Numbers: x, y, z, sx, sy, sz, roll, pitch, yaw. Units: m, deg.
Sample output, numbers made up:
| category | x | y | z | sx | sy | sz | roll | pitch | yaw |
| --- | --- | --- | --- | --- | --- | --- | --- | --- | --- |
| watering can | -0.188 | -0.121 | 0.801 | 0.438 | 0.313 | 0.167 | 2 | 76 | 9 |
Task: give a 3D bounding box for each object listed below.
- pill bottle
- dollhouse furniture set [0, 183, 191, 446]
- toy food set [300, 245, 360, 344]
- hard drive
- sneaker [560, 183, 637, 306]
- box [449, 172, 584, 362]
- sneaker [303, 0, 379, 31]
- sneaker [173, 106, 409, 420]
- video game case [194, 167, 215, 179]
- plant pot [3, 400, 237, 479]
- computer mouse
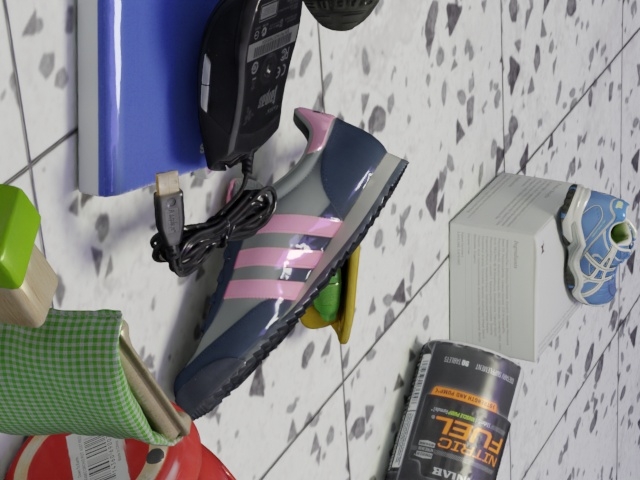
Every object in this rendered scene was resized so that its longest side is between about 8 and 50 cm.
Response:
| category | x | y | z | sx | sy | sz | roll | pitch | yaw |
| --- | --- | --- | --- | --- | --- | --- | --- | --- | --- |
| pill bottle | 0.154 | 0.253 | 2.218 | 0.130 | 0.130 | 0.246 | 45 | 58 | -61 |
| dollhouse furniture set | -0.240 | 0.100 | 1.226 | 0.301 | 0.197 | 0.151 | 64 | 41 | -52 |
| toy food set | 0.000 | 0.000 | 1.878 | 0.128 | 0.071 | 0.218 | -101 | -166 | -67 |
| hard drive | -0.121 | -0.212 | 1.528 | 0.210 | 0.040 | 0.319 | -22 | 119 | -53 |
| sneaker | 0.356 | 0.016 | 2.336 | 0.211 | 0.081 | 0.080 | 69 | 37 | -50 |
| box | 0.252 | 0.031 | 2.361 | 0.181 | 0.119 | 0.182 | -40 | 134 | -54 |
| sneaker | 0.037 | -0.338 | 1.765 | 0.130 | 0.109 | 0.286 | 29 | 67 | -80 |
| sneaker | -0.058 | 0.017 | 1.731 | 0.319 | 0.131 | 0.112 | -52 | 176 | -15 |
| video game case | -0.082 | -0.155 | 1.689 | 0.157 | 0.019 | 0.143 | -51 | 143 | -48 |
| plant pot | -0.156 | 0.230 | 1.484 | 0.191 | 0.191 | 0.174 | -62 | 141 | -34 |
| computer mouse | -0.092 | -0.101 | 1.521 | 0.184 | 0.060 | 0.262 | -38 | 143 | -51 |
